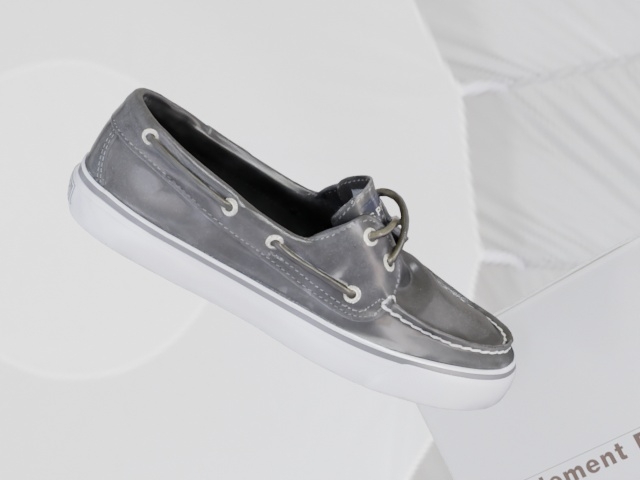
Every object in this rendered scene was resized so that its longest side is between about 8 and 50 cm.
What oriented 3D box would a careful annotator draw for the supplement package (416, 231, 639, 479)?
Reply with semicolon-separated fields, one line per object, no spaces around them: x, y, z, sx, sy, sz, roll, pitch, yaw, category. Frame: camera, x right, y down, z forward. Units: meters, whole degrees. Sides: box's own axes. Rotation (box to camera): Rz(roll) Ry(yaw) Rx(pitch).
0.211;0.154;0.702;0.175;0.293;0.177;-33;-14;31;supplement package

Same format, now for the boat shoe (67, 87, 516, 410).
0.000;0.000;0.566;0.076;0.228;0.080;-60;6;25;boat shoe
